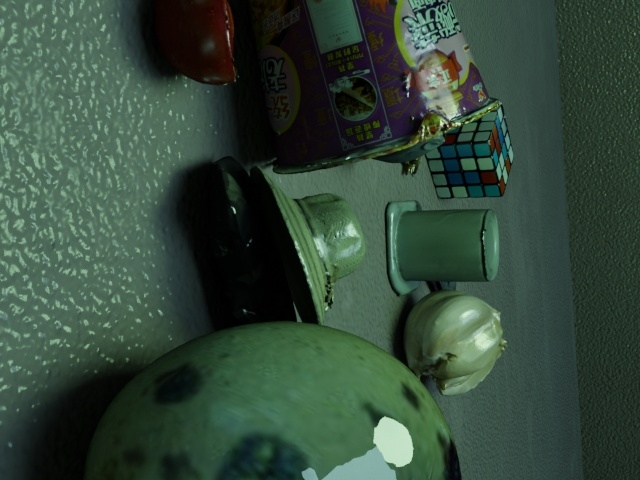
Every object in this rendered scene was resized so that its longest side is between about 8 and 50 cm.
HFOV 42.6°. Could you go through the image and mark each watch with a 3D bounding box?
[{"bbox_3d":[0.126,-0.219,1.379,0.068,0.206,0.193,7,63,-39],"label":"watch"}]

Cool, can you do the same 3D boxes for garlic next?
[{"bbox_3d":[0.254,0.204,1.648,0.203,0.185,0.281,-46,160,-10],"label":"garlic"}]

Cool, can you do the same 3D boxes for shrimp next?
[{"bbox_3d":[0.199,-0.203,1.696,0.099,0.041,0.180,76,25,-54],"label":"shrimp"}]

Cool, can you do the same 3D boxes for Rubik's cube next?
[{"bbox_3d":[0.333,-0.199,1.824,0.155,0.151,0.154,-63,143,-42],"label":"Rubik's cube"}]

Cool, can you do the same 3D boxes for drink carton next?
[{"bbox_3d":[0.249,0.013,1.622,0.185,0.190,0.191,-6,95,-68],"label":"drink carton"}]

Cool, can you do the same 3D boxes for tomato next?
[{"bbox_3d":[-0.147,-0.250,0.961,0.159,0.091,0.139,-97,-177,-63],"label":"tomato"}]

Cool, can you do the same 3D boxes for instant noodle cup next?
[{"bbox_3d":[0.055,-0.265,1.120,0.340,0.340,0.266,-39,115,-57],"label":"instant noodle cup"}]

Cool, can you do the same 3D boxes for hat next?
[{"bbox_3d":[0.000,0.000,1.064,0.252,0.110,0.252,160,-90,-81],"label":"hat"}]

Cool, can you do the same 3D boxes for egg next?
[{"bbox_3d":[-0.041,0.254,0.863,0.428,0.345,0.345,27,65,-48],"label":"egg"}]

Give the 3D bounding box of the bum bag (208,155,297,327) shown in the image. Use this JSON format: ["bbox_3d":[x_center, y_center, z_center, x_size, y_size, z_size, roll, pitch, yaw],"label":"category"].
[{"bbox_3d":[-0.085,0.057,1.054,0.144,0.095,0.340,-99,176,-64],"label":"bum bag"}]

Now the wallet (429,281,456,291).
[{"bbox_3d":[0.269,0.075,1.822,0.166,0.030,0.111,63,32,-43],"label":"wallet"}]
